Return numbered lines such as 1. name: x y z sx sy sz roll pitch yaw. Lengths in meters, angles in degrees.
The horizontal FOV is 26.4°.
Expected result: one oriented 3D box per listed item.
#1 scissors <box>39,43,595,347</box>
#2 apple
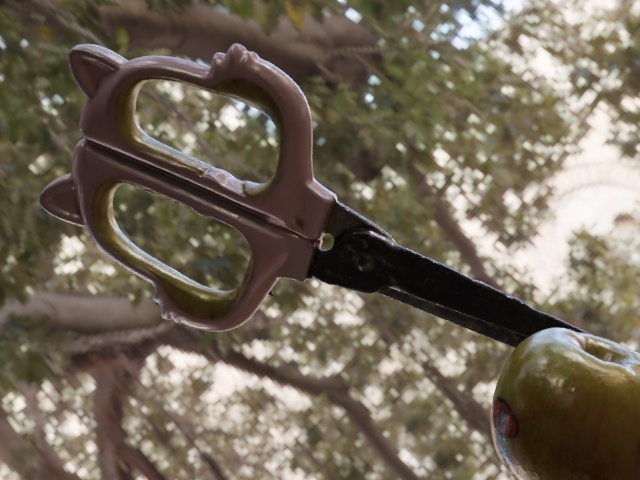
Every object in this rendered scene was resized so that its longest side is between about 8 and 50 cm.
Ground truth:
1. scissors: 0.000 0.000 0.691 0.024 0.317 0.160 -38 -31 -61
2. apple: 0.117 0.079 0.606 0.084 0.084 0.071 -13 -59 -42
